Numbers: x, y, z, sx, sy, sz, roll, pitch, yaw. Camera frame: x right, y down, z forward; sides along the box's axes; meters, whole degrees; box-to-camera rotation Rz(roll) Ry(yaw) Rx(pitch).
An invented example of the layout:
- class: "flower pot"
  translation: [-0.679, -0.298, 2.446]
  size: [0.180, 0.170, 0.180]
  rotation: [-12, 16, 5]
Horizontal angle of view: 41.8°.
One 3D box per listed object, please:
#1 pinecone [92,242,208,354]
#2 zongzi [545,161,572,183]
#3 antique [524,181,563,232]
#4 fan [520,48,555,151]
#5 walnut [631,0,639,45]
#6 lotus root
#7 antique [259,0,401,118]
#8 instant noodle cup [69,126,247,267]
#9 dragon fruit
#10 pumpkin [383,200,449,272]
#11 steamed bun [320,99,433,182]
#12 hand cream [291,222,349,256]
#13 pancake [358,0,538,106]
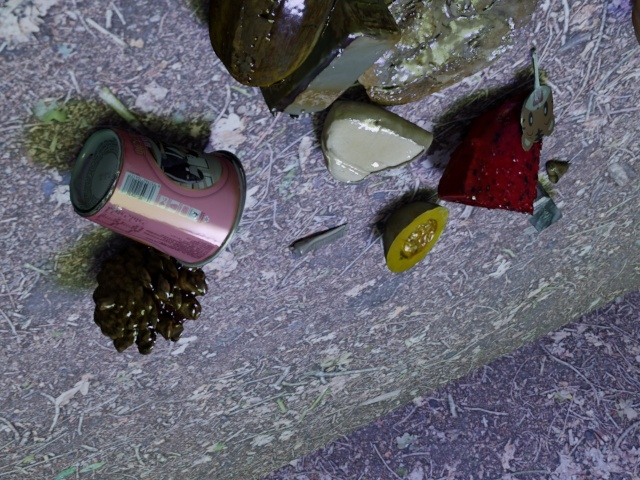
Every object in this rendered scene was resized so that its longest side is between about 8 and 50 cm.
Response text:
- class: "pinecone"
  translation: [-0.355, 0.107, 1.768]
  size: [0.257, 0.243, 0.243]
  rotation: [-45, 166, -39]
- class: "zongzi"
  translation: [0.663, -0.206, 2.316]
  size: [0.083, 0.040, 0.076]
  rotation: [-40, 145, -3]
- class: "antique"
  translation: [0.615, -0.103, 2.385]
  size: [0.088, 0.086, 0.183]
  rotation: [-36, 150, 14]
- class: "fan"
  translation: [0.488, -0.322, 1.884]
  size: [0.152, 0.008, 0.227]
  rotation: [-34, 126, -37]
- class: "walnut"
  translation: [0.810, -0.455, 1.718]
  size: [0.306, 0.344, 0.306]
  rotation: [-33, 151, -22]
- class: "lotus root"
  translation: [-0.066, -0.393, 1.255]
  size: [0.196, 0.179, 0.397]
  rotation: [-31, 160, -30]
- class: "antique"
  translation: [0.001, -0.321, 1.473]
  size: [0.125, 0.150, 0.284]
  rotation: [-3, 151, -39]
- class: "instant noodle cup"
  translation: [-0.302, -0.090, 1.515]
  size: [0.255, 0.244, 0.244]
  rotation: [20, 127, -43]
- class: "dragon fruit"
  translation: [0.435, -0.195, 1.971]
  size: [0.330, 0.240, 0.302]
  rotation: [-58, -174, -2]
- class: "pumpkin"
  translation: [0.228, -0.029, 2.174]
  size: [0.217, 0.110, 0.217]
  rotation: [-26, 143, -21]
- class: "steamed bun"
  translation: [0.083, -0.213, 1.736]
  size: [0.231, 0.110, 0.212]
  rotation: [19, 145, -27]
- class: "hand cream"
  translation: [0.000, 0.000, 2.095]
  size: [0.165, 0.037, 0.057]
  rotation: [-23, 152, -23]
- class: "pancake"
  translation: [0.233, -0.398, 1.585]
  size: [0.387, 0.082, 0.387]
  rotation: [-18, 151, -11]
